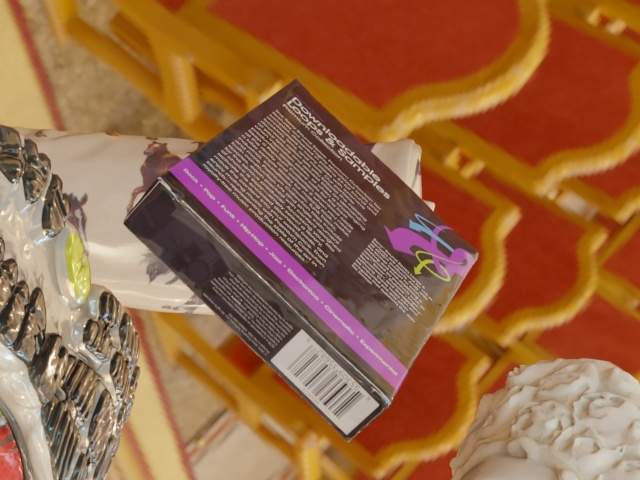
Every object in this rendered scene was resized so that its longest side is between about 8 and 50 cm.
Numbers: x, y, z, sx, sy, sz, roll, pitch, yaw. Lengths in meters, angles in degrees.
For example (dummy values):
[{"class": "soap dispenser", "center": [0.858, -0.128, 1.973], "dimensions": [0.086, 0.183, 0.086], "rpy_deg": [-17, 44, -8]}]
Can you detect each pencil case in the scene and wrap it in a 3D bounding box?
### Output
[{"class": "pencil case", "center": [-0.110, -0.015, 1.262], "dimensions": [0.183, 0.410, 0.160], "rpy_deg": [-75, 167, -73]}]

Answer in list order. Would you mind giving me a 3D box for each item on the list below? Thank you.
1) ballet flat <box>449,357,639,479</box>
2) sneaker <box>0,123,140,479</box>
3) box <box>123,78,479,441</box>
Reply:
[{"class": "ballet flat", "center": [0.099, 0.204, 0.613], "dimensions": [0.147, 0.409, 0.147], "rpy_deg": [-4, 140, -3]}, {"class": "sneaker", "center": [-0.160, 0.044, 0.680], "dimensions": [0.279, 0.118, 0.107], "rpy_deg": [81, 22, -46]}, {"class": "box", "center": [0.000, 0.000, 0.603], "dimensions": [0.029, 0.116, 0.162], "rpy_deg": [-46, 180, 27]}]
